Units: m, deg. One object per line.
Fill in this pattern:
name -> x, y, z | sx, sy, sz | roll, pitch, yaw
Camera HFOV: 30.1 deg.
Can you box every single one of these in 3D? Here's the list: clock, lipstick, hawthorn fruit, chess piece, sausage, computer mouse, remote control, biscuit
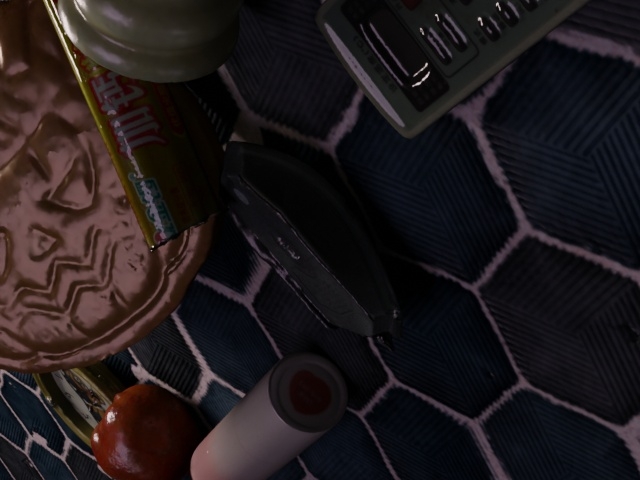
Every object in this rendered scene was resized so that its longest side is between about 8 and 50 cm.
clock -> -0.315, 0.227, 1.681 | 0.237, 0.057, 0.237 | 32, 147, 24
lipstick -> -0.065, 0.215, 1.322 | 0.087, 0.087, 0.327 | 47, 149, 5
hawthorn fruit -> -0.218, 0.256, 1.518 | 0.138, 0.133, 0.133 | 38, 148, 4
chess piece -> -0.107, -0.250, 0.841 | 0.144, 0.144, 0.251 | 40, 143, 16
sausage -> -0.185, -0.175, 1.021 | 0.082, 0.082, 0.371 | -21, 93, 57
computer mouse -> 0.001, -0.001, 1.023 | 0.231, 0.071, 0.126 | 48, 161, -3
remote control -> 0.096, -0.167, 0.754 | 0.123, 0.038, 0.285 | 52, 149, -3
biscuit -> -0.279, -0.052, 1.152 | 0.385, 0.062, 0.365 | -38, 87, 26
